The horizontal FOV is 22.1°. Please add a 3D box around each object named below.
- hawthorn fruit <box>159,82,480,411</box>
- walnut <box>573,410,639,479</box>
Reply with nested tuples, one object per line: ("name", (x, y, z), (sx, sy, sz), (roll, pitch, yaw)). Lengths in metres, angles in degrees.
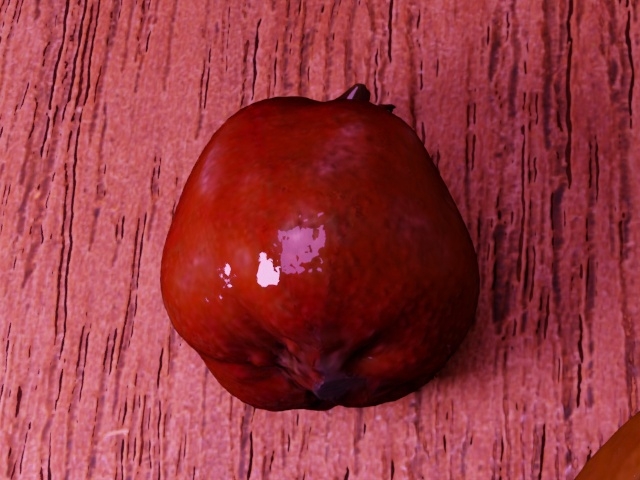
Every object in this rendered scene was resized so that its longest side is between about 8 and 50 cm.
("hawthorn fruit", (-0.010, 0.011, 1.500), (0.295, 0.295, 0.311), (-31, 60, 5))
("walnut", (0.291, 0.212, 1.221), (0.336, 0.209, 0.209), (-38, 60, 2))
